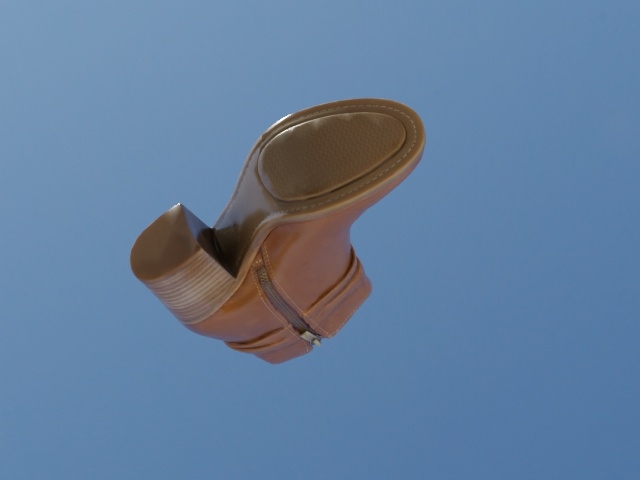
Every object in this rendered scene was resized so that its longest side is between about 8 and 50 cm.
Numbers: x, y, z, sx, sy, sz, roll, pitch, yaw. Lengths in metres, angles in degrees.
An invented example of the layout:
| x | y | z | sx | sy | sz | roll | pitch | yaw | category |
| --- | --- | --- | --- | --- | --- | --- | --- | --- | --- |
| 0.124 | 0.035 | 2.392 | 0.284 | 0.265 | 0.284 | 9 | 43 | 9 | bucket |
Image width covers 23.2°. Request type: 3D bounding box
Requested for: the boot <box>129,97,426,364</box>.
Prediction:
| x | y | z | sx | sy | sz | roll | pitch | yaw | category |
| --- | --- | --- | --- | --- | --- | --- | --- | --- | --- |
| 0.000 | 0.000 | 0.939 | 0.197 | 0.152 | 0.073 | -27 | -126 | 17 | boot |
